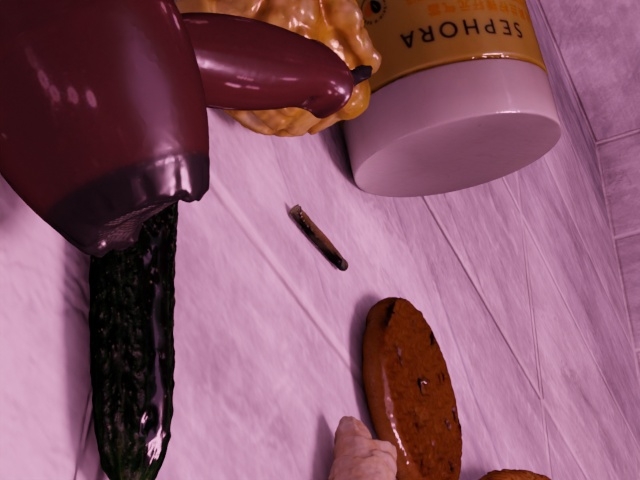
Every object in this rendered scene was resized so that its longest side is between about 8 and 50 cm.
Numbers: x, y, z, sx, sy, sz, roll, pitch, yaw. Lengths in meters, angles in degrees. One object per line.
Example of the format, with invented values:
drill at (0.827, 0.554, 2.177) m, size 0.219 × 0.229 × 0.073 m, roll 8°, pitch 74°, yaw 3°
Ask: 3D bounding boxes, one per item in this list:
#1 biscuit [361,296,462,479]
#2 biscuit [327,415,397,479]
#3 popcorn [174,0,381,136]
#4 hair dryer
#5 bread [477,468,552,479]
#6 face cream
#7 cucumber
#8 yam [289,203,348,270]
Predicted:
biscuit at (0.089, 0.155, 1.094) m, size 0.212 × 0.036 × 0.212 m, roll 49°, pitch 32°, yaw -45°
biscuit at (0.024, 0.224, 0.844) m, size 0.061 × 0.055 × 0.219 m, roll 51°, pitch 28°, yaw -24°
popcorn at (-0.035, -0.172, 0.890) m, size 0.163 × 0.140 × 0.194 m, roll -62°, pitch 130°, yaw -69°
hair dryer at (-0.085, -0.151, 0.688) m, size 0.340 × 0.123 × 0.312 m, roll -5°, pitch 70°, yaw -53°
bread at (0.211, 0.305, 1.238) m, size 0.233 × 0.076 × 0.104 m, roll 13°, pitch 50°, yaw -59°
face cream at (0.122, -0.167, 1.169) m, size 0.218 × 0.218 × 0.179 m, roll 25°, pitch 50°, yaw -64°
cucumber at (-0.109, 0.043, 0.653) m, size 0.058 × 0.052 × 0.214 m, roll 96°, pitch -8°, yaw -61°
yam at (0.000, 0.000, 1.016) m, size 0.107 × 0.014 × 0.014 m, roll 50°, pitch 31°, yaw -49°
